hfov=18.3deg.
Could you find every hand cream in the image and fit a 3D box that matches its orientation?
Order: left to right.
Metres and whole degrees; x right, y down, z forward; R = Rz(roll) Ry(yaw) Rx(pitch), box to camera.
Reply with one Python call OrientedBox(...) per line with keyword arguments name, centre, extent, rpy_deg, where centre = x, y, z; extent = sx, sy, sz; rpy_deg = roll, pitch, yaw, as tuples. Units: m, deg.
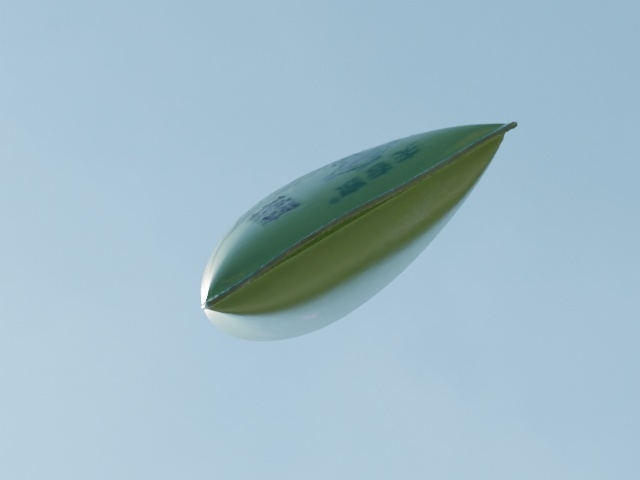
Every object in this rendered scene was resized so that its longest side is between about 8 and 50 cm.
OrientedBox(name="hand cream", centre=(0.000, 0.000, 0.592), extent=(0.095, 0.175, 0.046), rpy_deg=(-29, -94, -9))
